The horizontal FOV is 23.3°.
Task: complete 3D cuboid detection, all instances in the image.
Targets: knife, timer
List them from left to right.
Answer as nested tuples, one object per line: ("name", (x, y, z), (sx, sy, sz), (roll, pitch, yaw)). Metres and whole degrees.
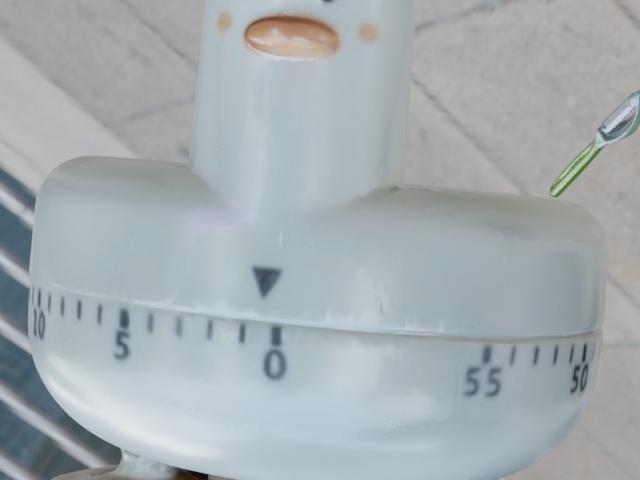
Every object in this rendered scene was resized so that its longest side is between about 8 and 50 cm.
("timer", (0.000, 0.000, 0.616), (0.233, 0.240, 0.233), (5, -177, 0))
("knife", (0.243, -0.081, 1.356), (0.026, 0.022, 0.184), (40, 150, 2))
